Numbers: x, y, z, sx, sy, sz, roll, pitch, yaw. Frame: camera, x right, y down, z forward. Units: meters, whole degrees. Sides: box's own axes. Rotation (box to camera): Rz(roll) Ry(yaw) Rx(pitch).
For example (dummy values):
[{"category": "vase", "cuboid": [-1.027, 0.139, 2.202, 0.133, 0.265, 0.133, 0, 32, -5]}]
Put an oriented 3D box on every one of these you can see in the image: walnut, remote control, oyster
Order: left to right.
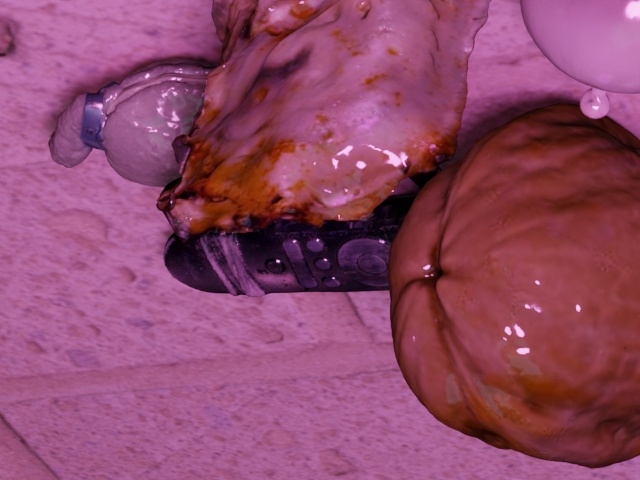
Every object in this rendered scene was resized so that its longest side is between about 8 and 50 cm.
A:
[{"category": "oyster", "cuboid": [-0.009, -0.124, 1.115, 0.221, 0.096, 0.361, -18, 147, -18]}, {"category": "remote control", "cuboid": [0.000, 0.000, 1.366, 0.266, 0.066, 0.090, -3, 130, 22]}, {"category": "walnut", "cuboid": [0.174, 0.032, 1.197, 0.283, 0.283, 0.227, 35, 150, -32]}]

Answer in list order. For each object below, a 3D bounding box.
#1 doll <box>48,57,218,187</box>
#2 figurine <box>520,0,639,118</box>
[{"category": "doll", "cuboid": [-0.103, -0.087, 1.246, 0.214, 0.071, 0.103, -7, 143, 11]}, {"category": "figurine", "cuboid": [0.193, -0.174, 1.012, 0.182, 0.144, 0.256, -2, 146, 9]}]
